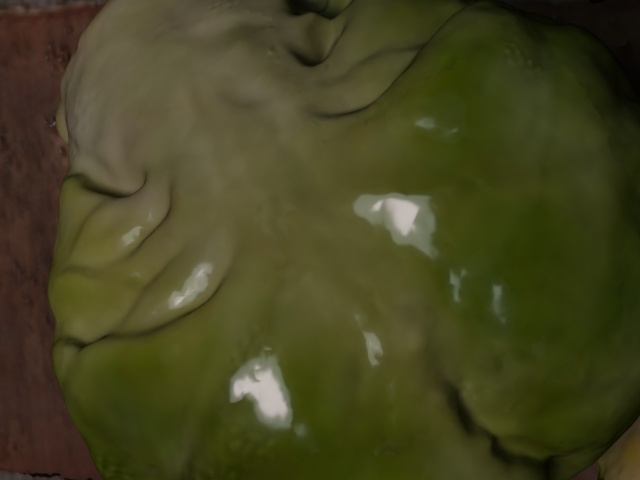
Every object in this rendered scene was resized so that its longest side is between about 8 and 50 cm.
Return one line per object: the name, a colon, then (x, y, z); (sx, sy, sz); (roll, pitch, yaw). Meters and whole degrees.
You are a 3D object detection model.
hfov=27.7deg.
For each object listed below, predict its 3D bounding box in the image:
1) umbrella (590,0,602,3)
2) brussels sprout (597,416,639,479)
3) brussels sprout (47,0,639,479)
umbrella: (0.106, -0.261, 0.558); (0.090, 0.094, 0.326); (-11, 97, 37)
brussels sprout: (0.205, 0.111, 0.574); (0.149, 0.122, 0.152); (-48, 42, 21)
brussels sprout: (0.001, 0.014, 0.588); (0.316, 0.242, 0.274); (20, 104, 24)
